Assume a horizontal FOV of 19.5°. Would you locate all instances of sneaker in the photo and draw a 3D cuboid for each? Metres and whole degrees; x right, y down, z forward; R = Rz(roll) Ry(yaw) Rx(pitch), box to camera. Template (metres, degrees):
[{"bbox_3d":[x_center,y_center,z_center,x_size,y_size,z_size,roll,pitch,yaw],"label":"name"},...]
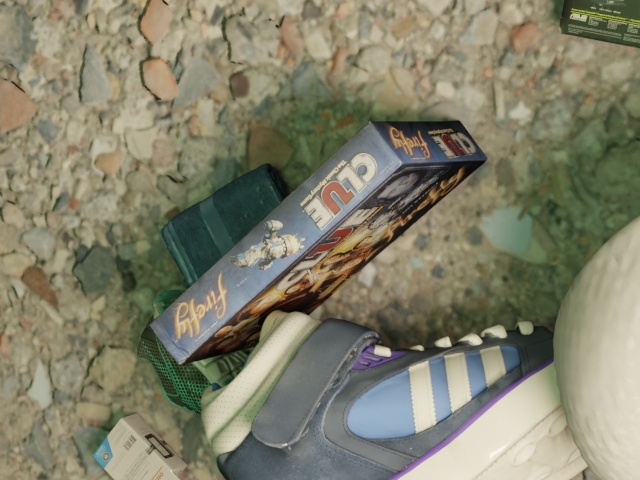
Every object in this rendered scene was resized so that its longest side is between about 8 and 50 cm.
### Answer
[{"bbox_3d":[-0.092,0.122,1.554,0.166,0.065,0.076,52,130,16],"label":"sneaker"},{"bbox_3d":[0.069,0.097,1.376,0.236,0.323,0.130,45,156,32],"label":"sneaker"}]

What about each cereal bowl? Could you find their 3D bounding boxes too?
[{"bbox_3d":[0.320,0.102,1.180,0.339,0.339,0.141,-26,44,26],"label":"cereal bowl"}]

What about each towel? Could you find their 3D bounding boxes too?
[{"bbox_3d":[-0.073,-0.011,1.541,0.119,0.029,0.067,-30,81,26],"label":"towel"}]

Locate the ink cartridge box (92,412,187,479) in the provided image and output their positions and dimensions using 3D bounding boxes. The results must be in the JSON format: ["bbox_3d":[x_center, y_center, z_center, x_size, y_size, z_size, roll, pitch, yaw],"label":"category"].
[{"bbox_3d":[-0.149,0.195,1.597,0.083,0.028,0.048,44,112,17],"label":"ink cartridge box"}]

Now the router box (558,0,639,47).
[{"bbox_3d":[0.243,-0.186,1.364,0.122,0.038,0.092,15,101,24],"label":"router box"}]

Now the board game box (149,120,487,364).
[{"bbox_3d":[0.000,0.000,1.430,0.243,0.165,0.042,-42,75,24],"label":"board game box"}]
